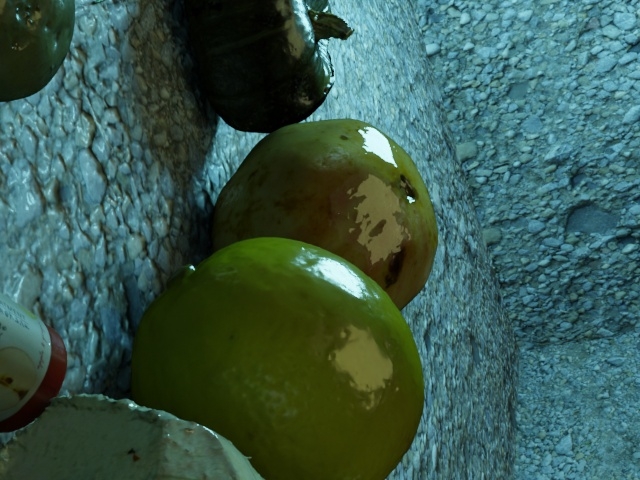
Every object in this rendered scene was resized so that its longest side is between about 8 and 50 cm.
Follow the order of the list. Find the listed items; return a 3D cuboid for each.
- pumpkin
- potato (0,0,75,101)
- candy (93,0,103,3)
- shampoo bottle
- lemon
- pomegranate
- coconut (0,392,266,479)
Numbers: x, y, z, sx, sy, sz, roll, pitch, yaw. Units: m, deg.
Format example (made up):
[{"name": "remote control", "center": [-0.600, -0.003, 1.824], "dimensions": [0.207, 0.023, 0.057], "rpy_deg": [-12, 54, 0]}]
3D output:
[{"name": "pumpkin", "center": [-0.077, -0.342, 1.428], "dimensions": [0.232, 0.242, 0.325], "rpy_deg": [67, 16, -50]}, {"name": "potato", "center": [-0.306, -0.225, 0.867], "dimensions": [0.235, 0.160, 0.178], "rpy_deg": [-94, -171, -64]}, {"name": "candy", "center": [-0.262, -0.326, 1.231], "dimensions": [0.035, 0.035, 0.123], "rpy_deg": [59, 34, -19]}, {"name": "shampoo bottle", "center": [-0.319, 0.056, 0.729], "dimensions": [0.278, 0.104, 0.104], "rpy_deg": [51, 33, -51]}, {"name": "lemon", "center": [-0.050, 0.160, 1.087], "dimensions": [0.348, 0.348, 0.348], "rpy_deg": [-12, 90, -70]}, {"name": "pomegranate", "center": [0.000, 0.000, 1.367], "dimensions": [0.342, 0.342, 0.342], "rpy_deg": [-12, 90, -70]}, {"name": "coconut", "center": [-0.156, 0.295, 0.774], "dimensions": [0.254, 0.297, 0.297], "rpy_deg": [58, 28, -45]}]
